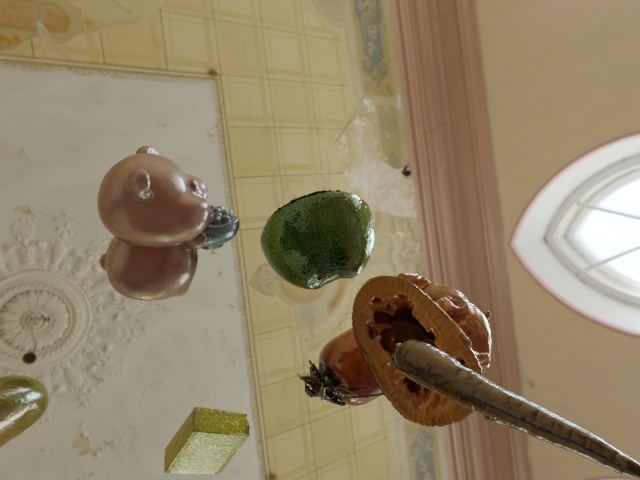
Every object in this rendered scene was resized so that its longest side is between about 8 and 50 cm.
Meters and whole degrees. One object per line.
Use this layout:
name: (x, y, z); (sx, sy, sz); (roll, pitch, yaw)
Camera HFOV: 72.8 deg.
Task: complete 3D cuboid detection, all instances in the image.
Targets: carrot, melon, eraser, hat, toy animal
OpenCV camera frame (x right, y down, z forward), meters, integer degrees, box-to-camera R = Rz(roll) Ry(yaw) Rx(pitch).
carrot: (0.106, 0.346, 1.190); (0.331, 0.214, 0.193); (-23, -36, -15)
carrot: (0.174, 0.159, 0.431); (0.049, 0.255, 0.049); (-13, -69, -39)
melon: (0.000, 0.000, 0.921); (0.265, 0.129, 0.169); (-20, -120, -1)
eraser: (-0.184, 0.326, 0.701); (0.097, 0.045, 0.122); (18, -60, -28)
hat: (0.221, 0.148, 0.715); (0.233, 0.244, 0.233); (-10, -96, -36)
toy animal: (-0.288, -0.023, 0.753); (0.221, 0.210, 0.229); (-45, -56, 5)

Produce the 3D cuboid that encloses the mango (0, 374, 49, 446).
mango: (-0.399, 0.220, 0.446); (0.099, 0.136, 0.227); (37, -141, 13)
